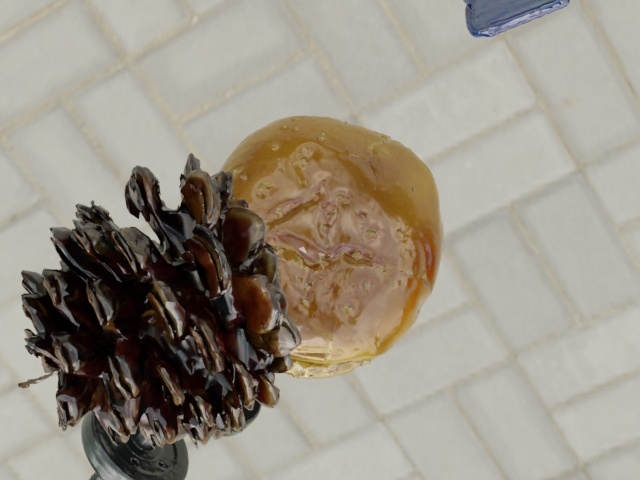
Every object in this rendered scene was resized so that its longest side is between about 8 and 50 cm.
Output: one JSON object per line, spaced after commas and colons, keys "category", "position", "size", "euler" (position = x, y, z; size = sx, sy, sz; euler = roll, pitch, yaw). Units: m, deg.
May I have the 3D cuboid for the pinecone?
{"category": "pinecone", "position": [-0.124, 0.059, 1.072], "size": [0.221, 0.221, 0.221], "euler": [1, 117, 2]}

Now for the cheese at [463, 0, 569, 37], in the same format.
{"category": "cheese", "position": [0.129, -0.231, 1.020], "size": [0.157, 0.250, 0.064], "euler": [-18, 133, 21]}

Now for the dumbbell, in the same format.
{"category": "dumbbell", "position": [-0.173, 0.200, 1.677], "size": [0.143, 0.143, 0.325], "euler": [38, 119, -16]}

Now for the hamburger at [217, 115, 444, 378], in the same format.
{"category": "hamburger", "position": [0.000, 0.000, 1.725], "size": [0.290, 0.170, 0.314], "euler": [21, 73, -3]}
